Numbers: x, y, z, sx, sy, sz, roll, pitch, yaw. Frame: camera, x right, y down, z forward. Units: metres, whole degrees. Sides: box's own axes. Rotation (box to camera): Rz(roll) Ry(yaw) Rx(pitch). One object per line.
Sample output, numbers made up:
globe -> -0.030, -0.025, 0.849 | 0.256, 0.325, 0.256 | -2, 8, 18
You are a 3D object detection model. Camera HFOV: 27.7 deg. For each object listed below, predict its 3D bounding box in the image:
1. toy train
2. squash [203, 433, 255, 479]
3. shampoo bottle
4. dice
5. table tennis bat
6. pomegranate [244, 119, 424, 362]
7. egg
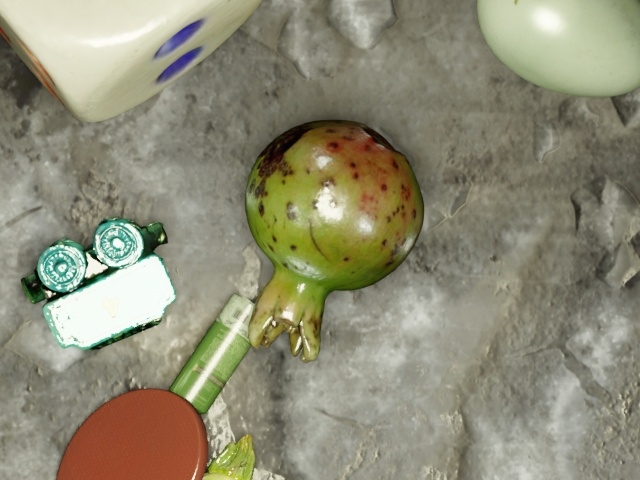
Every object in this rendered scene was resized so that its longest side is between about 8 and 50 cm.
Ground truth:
toy train -> -0.279, 0.056, 1.681 | 0.197, 0.107, 0.154 | -23, 94, -7
squash -> -0.161, 0.379, 1.647 | 0.287, 0.137, 0.137 | -44, 90, -10
shampoo bottle -> -0.144, 0.170, 1.702 | 0.065, 0.065, 0.204 | 34, 82, -2
dice -> -0.259, -0.336, 1.620 | 0.304, 0.304, 0.277 | -40, 90, -8
table tennis bat -> -0.274, 0.313, 1.643 | 0.310, 0.038, 0.200 | -39, 54, 7
pomegranate -> 0.011, -0.002, 1.665 | 0.242, 0.242, 0.306 | 9, 107, -5
egg -> 0.334, -0.289, 1.738 | 0.264, 0.183, 0.183 | 28, 82, -8
